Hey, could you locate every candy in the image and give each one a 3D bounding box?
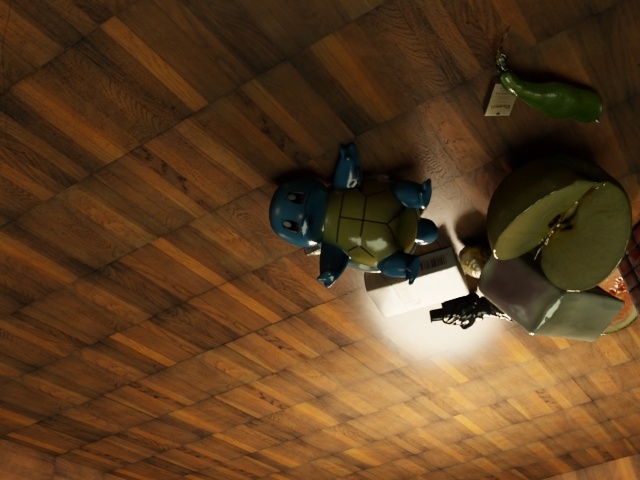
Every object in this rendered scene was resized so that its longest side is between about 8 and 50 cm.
[{"bbox_3d":[0.564,0.131,1.789,0.358,0.208,0.145,11,117,-45],"label":"candy"}]

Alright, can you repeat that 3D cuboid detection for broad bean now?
[{"bbox_3d":[0.443,-0.288,1.401,0.318,0.056,0.098,23,110,-34],"label":"broad bean"}]

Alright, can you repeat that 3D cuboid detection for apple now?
[{"bbox_3d":[0.516,-0.057,1.589,0.295,0.233,0.258,21,122,-7],"label":"apple"}]

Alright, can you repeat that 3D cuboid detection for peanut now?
[{"bbox_3d":[0.432,0.064,1.860,0.206,0.087,0.087,21,136,-33],"label":"peanut"}]

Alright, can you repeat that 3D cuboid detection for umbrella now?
[{"bbox_3d":[0.436,0.190,2.019,0.272,0.122,0.110,-14,99,16],"label":"umbrella"}]

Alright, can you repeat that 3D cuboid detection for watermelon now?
[{"bbox_3d":[0.823,0.186,2.043,0.159,0.128,0.303,15,138,-25],"label":"watermelon"}]

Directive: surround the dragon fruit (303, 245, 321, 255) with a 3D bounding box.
[{"bbox_3d":[0.000,0.000,1.740,0.060,0.056,0.083,-2,157,-45],"label":"dragon fruit"}]

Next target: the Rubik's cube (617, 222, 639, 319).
[{"bbox_3d":[0.912,0.063,1.804,0.236,0.237,0.238,8,142,-20],"label":"Rubik's cube"}]

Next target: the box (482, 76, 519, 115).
[{"bbox_3d":[0.355,-0.282,1.436,0.053,0.024,0.083,-1,144,-8],"label":"box"}]

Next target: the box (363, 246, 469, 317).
[{"bbox_3d":[0.251,0.113,1.914,0.242,0.067,0.155,-19,140,15],"label":"box"}]

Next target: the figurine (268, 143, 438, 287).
[{"bbox_3d":[0.106,-0.048,1.581,0.416,0.243,0.298,8,98,-23],"label":"figurine"}]
